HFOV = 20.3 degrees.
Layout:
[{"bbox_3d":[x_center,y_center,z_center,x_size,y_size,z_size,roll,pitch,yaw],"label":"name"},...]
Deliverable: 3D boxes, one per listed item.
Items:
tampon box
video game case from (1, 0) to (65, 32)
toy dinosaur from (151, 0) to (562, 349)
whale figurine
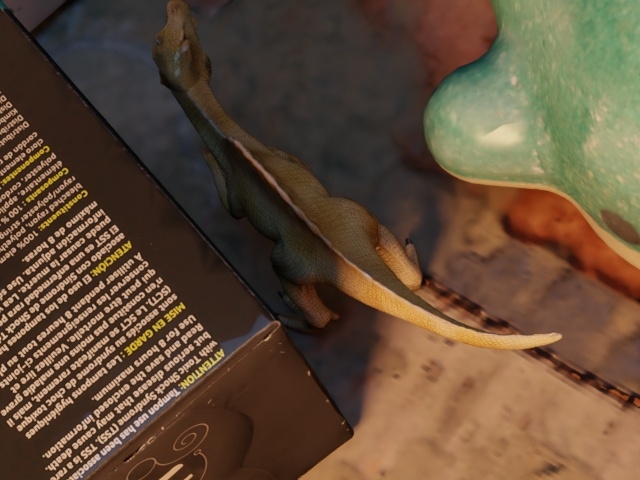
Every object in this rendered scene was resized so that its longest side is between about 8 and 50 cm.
[{"bbox_3d":[-0.085,0.022,0.579,0.101,0.120,0.161,-40,65,-5],"label":"tampon box"},{"bbox_3d":[-0.183,-0.106,0.604,0.193,0.212,0.023,-43,54,-5],"label":"video game case"},{"bbox_3d":[0.000,0.000,0.583,0.053,0.092,0.183,-44,66,-5],"label":"toy dinosaur"},{"bbox_3d":[0.112,-0.107,0.572,0.216,0.141,0.272,-41,65,-4],"label":"whale figurine"}]
